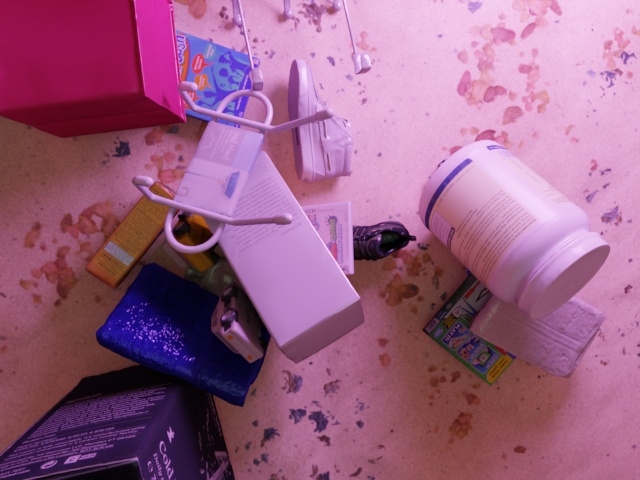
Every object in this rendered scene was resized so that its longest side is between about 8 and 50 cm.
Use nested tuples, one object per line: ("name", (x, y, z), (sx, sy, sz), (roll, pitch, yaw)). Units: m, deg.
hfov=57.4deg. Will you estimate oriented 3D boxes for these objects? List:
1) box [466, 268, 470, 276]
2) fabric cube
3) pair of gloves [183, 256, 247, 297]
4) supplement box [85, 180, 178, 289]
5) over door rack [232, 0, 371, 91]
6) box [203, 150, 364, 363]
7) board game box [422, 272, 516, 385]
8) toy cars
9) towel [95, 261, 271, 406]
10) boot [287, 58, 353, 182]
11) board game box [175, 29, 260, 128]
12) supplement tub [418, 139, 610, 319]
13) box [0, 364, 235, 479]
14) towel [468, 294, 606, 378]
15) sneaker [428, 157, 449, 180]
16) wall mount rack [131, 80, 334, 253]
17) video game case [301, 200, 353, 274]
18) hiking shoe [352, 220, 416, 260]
("box", (0.405, 0.062, 1.370), (0.136, 0.028, 0.081), (-11, 98, -5))
("fabric cube", (-0.415, -0.344, 1.067), (0.258, 0.259, 0.254), (-7, 90, 2))
("pair of gloves", (-0.228, 0.158, 1.279), (0.204, 0.042, 0.240), (30, 90, -10))
("supplement box", (-0.383, -0.014, 1.222), (0.080, 0.078, 0.233), (37, 90, -10))
("over door rack", (-0.056, -0.454, 1.199), (0.240, 0.108, 0.324), (-12, 76, -8))
("box", (-0.077, 0.039, 1.135), (0.168, 0.215, 0.345), (-31, 71, -5))
("board game box", (0.418, 0.153, 1.350), (0.213, 0.046, 0.317), (39, 93, -14))
("toy cars", (-0.216, 0.086, 1.140), (0.087, 0.176, 0.393), (-37, 63, 7))
("towel", (-0.251, 0.172, 1.150), (0.308, 0.227, 0.076), (24, 125, -6))
("boot", (0.003, -0.258, 1.259), (0.123, 0.095, 0.258), (-8, 102, -17))
("board game box", (-0.250, -0.335, 1.225), (0.210, 0.047, 0.160), (16, 93, -8))
("supplement tub", (0.383, -0.024, 1.185), (0.235, 0.235, 0.325), (-37, 58, -3))
("box", (-0.338, 0.527, 1.067), (0.298, 0.472, 0.479), (-13, 97, 0))
("towel", (0.493, 0.184, 1.323), (0.282, 0.049, 0.187), (29, 95, -14))
("sneaker", (0.304, -0.168, 1.321), (0.059, 0.053, 0.144), (42, 87, -8))
("wall mount rack", (-0.146, -0.140, 1.023), (0.304, 0.130, 0.350), (16, 72, 13))
("video game case", (0.000, 0.000, 1.257), (0.143, 0.019, 0.157), (-5, 81, 22))
("hiking shoe", (0.090, 0.004, 1.273), (0.227, 0.114, 0.086), (-16, 97, -6))
